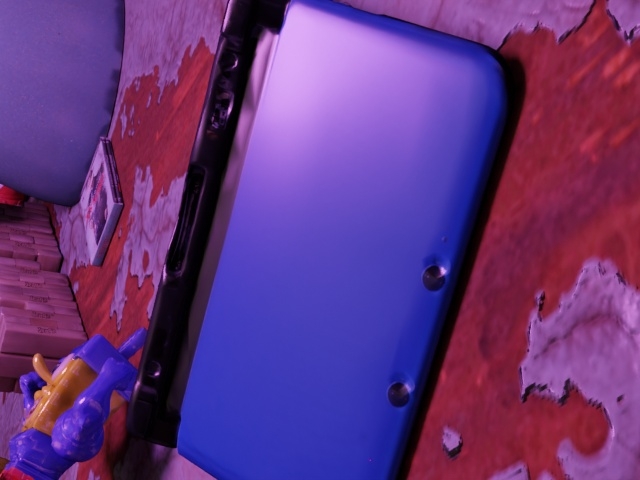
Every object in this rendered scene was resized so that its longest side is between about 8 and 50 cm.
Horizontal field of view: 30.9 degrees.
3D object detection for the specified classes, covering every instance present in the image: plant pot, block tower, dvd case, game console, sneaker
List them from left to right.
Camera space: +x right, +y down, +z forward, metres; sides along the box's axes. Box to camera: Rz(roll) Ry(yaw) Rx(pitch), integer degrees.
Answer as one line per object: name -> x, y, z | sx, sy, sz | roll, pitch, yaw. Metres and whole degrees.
plant pot -> -0.368, -0.199, 1.359 | 0.290, 0.196, 0.290 | -33, 52, 57
sneaker -> -0.438, -0.032, 1.626 | 0.118, 0.042, 0.067 | 117, 154, -48
block tower -> -0.354, 0.060, 1.362 | 0.090, 0.097, 0.335 | -70, 26, 20
dvd case -> -0.236, -0.042, 1.242 | 0.087, 0.013, 0.119 | -63, 30, 33
game console -> 0.000, 0.000, 0.721 | 0.250, 0.173, 0.293 | -53, -20, -76

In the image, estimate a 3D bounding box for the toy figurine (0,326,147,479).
toy figurine -> -0.207, 0.180, 1.026 | 0.217, 0.191, 0.362 | -57, 9, -22
